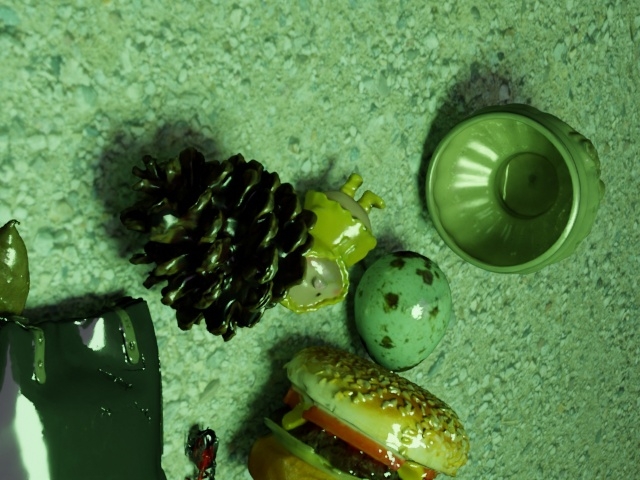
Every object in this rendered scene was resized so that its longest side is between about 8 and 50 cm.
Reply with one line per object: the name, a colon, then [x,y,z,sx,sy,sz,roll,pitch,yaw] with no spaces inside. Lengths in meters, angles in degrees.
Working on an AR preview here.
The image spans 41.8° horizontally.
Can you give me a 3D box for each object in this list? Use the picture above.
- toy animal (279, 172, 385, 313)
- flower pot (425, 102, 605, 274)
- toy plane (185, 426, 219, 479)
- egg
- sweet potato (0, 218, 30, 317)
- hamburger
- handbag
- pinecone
toy animal: [0.003,0.004,1.307,0.230,0.156,0.156,-48,133,-7]
flower pot: [0.364,-0.098,1.514,0.244,0.307,0.308,-17,117,-57]
toy plane: [-0.180,0.342,1.300,0.037,0.060,0.145,-15,130,-40]
egg: [0.141,0.127,1.454,0.169,0.169,0.231,-20,126,-38]
sweet potato: [-0.387,0.079,0.996,0.074,0.074,0.270,-11,128,-42]
hamburger: [0.066,0.324,1.353,0.330,0.330,0.250,24,86,-46]
handbag: [-0.319,0.219,1.040,0.342,0.152,0.288,-2,100,-63]
pinecone: [-0.140,-0.003,1.102,0.257,0.243,0.243,32,79,-2]
